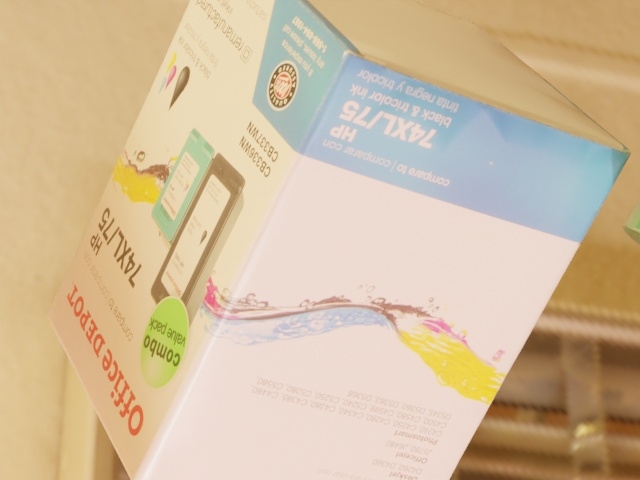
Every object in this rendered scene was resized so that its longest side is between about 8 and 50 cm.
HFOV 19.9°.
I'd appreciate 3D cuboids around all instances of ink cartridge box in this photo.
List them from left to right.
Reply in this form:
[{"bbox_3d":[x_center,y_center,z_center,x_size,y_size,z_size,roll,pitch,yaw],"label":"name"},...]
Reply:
[{"bbox_3d":[0.000,0.000,1.060,0.197,0.270,0.198,16,-161,-31],"label":"ink cartridge box"}]

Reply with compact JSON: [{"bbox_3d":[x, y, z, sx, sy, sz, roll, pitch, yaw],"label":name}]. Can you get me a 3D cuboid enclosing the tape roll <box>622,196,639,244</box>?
[{"bbox_3d":[0.320,0.045,0.992,0.321,0.321,0.077,32,-87,1],"label":"tape roll"}]
